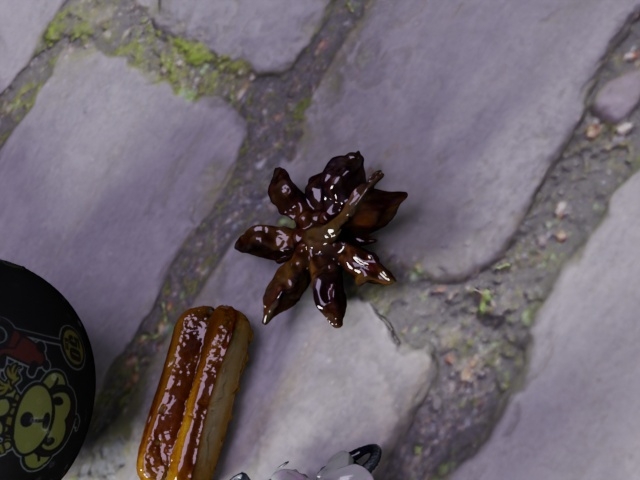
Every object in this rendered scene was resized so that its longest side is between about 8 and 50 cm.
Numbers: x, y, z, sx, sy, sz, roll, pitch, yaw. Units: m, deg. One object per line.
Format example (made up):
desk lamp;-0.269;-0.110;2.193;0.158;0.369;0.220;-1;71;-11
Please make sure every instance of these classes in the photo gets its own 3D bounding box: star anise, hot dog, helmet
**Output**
star anise;0.000;-0.001;1.512;0.168;0.057;0.167;-16;64;36
hot dog;-0.102;0.127;1.522;0.071;0.045;0.165;5;72;35
helmet;-0.268;0.130;1.537;0.160;0.279;0.230;11;79;-5

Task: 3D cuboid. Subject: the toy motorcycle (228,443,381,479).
toy motorcycle;-0.050;0.229;1.399;0.221;0.102;0.150;-32;13;17
